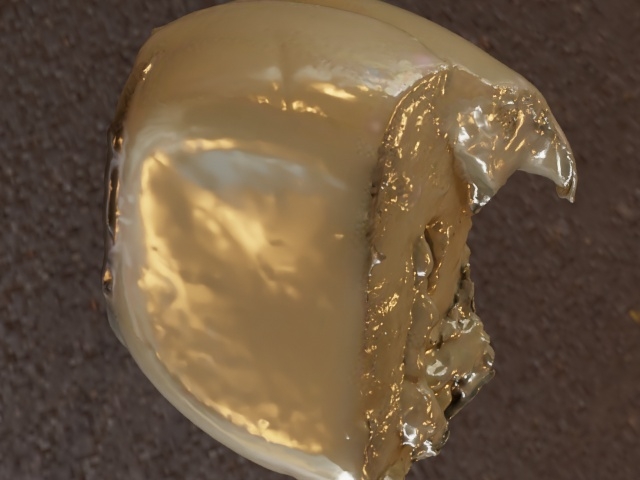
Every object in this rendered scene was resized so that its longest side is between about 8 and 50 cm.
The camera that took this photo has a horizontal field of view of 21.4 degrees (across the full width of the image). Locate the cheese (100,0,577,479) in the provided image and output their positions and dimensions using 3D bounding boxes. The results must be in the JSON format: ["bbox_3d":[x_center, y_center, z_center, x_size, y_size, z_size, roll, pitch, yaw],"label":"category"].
[{"bbox_3d":[0.000,0.000,0.879,0.233,0.127,0.266,20,127,21],"label":"cheese"}]
